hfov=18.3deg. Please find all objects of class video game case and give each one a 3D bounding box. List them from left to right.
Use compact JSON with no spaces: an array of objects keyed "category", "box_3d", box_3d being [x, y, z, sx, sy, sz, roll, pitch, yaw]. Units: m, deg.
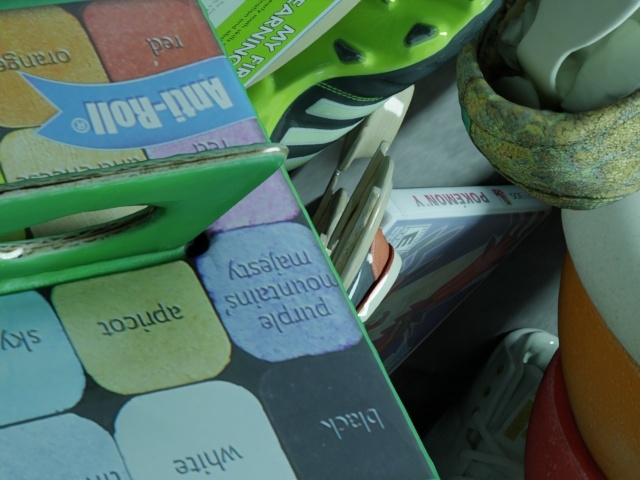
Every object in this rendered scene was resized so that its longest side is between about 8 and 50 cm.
[{"category":"video game case","box_3d":[0.014,0.046,1.039,0.201,0.023,0.183,-48,159,24]}]

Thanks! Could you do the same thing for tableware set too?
[{"category":"tableware set","box_3d":[0.000,0.000,0.776,0.169,0.020,0.141,-73,-171,-57]}]

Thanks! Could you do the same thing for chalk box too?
[{"category":"chalk box","box_3d":[-0.102,0.049,0.542,0.180,0.179,0.289,-10,150,-32]}]

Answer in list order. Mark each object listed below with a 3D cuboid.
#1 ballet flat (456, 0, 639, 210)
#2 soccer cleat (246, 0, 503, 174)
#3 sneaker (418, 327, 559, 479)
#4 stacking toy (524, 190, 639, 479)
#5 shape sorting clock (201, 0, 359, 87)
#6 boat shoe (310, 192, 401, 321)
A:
[{"category":"ballet flat","box_3d":[0.191,-0.150,0.796,0.348,0.123,0.123,-43,161,12]},{"category":"soccer cleat","box_3d":[-0.002,-0.063,0.725,0.179,0.060,0.072,-37,172,12]},{"category":"sneaker","box_3d":[0.091,0.157,1.242,0.169,0.108,0.292,-54,-178,31]},{"category":"stacking toy","box_3d":[0.223,0.185,1.129,0.350,0.350,0.480,-19,142,-45]},{"category":"shape sorting clock","box_3d":[-0.049,-0.088,0.592,0.206,0.040,0.206,-23,155,-12]},{"category":"boat shoe","box_3d":[-0.012,0.040,0.881,0.049,0.043,0.137,0,-133,46]}]
